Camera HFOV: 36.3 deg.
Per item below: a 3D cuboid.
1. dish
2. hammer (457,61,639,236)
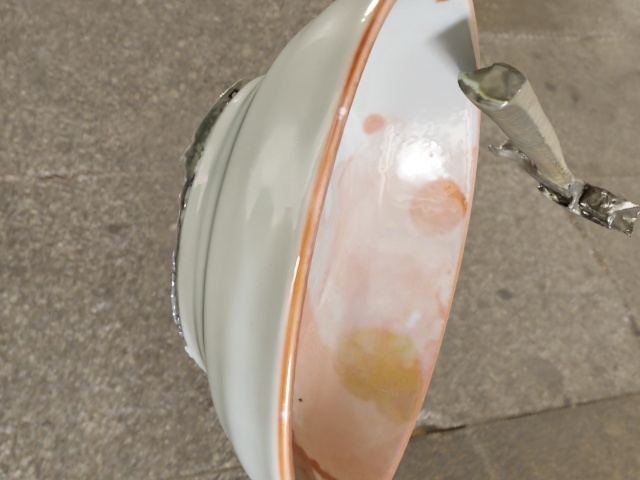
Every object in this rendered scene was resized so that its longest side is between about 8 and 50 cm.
[{"bbox_3d":[0.000,0.000,0.444,0.085,0.260,0.260,12,42,18],"label":"dish"},{"bbox_3d":[0.127,-0.056,0.579,0.125,0.027,0.297,33,5,22],"label":"hammer"}]
